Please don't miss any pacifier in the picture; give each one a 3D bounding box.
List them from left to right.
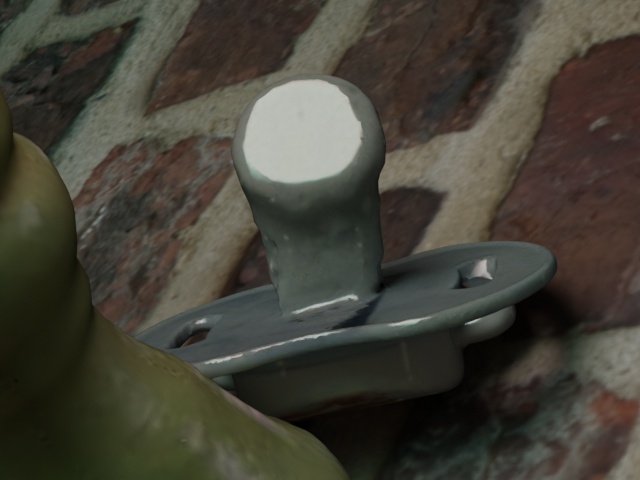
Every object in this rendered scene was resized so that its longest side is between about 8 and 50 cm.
[{"bbox_3d":[0.000,0.000,1.204,0.279,0.207,0.227,-12,13,10],"label":"pacifier"}]

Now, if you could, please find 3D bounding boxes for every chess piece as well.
[{"bbox_3d":[-0.145,0.087,1.005,0.234,0.442,0.234,-24,31,15],"label":"chess piece"}]
